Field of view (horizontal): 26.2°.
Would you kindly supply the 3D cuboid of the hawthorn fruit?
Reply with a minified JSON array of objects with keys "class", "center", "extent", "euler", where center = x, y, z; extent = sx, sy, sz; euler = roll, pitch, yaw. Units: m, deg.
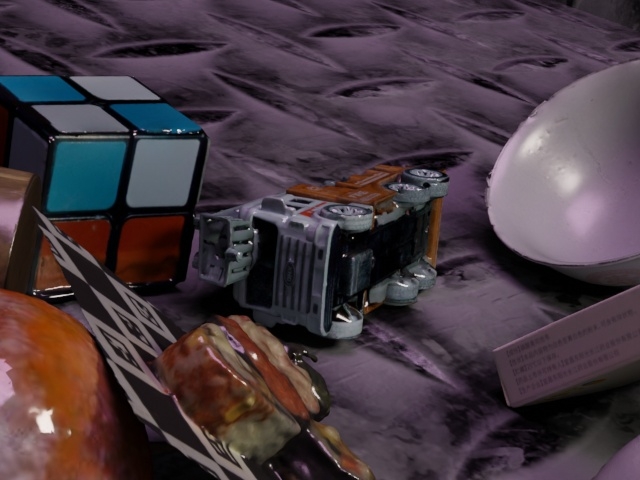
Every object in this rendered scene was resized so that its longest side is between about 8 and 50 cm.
[{"class":"hawthorn fruit","center":[-0.222,0.152,0.860],"extent":[0.235,0.263,0.231],"euler":[9,58,15]}]

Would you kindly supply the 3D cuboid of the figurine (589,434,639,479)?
[{"class":"figurine","center":[0.299,0.209,0.996],"extent":[0.253,0.211,0.361],"euler":[-4,12,21]}]

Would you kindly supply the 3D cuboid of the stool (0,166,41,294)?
[{"class":"stool","center":[-0.381,0.007,1.138],"extent":[0.264,0.179,0.179],"euler":[11,22,-5]}]

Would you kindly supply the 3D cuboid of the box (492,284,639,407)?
[{"class":"box","center":[0.344,0.069,1.252],"extent":[0.200,0.343,0.065],"euler":[-4,72,-37]}]

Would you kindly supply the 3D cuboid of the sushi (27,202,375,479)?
[{"class":"sushi","center":[-0.039,0.108,0.988],"extent":[0.339,0.069,0.320],"euler":[44,2,-34]}]

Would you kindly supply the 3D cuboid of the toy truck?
[{"class":"toy truck","center":[0.000,0.000,1.438],"extent":[0.184,0.132,0.338],"euler":[12,17,25]}]

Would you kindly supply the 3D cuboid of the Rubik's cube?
[{"class":"Rubik's cube","center":[-0.235,-0.056,1.366],"extent":[0.183,0.180,0.167],"euler":[-8,29,-37]}]

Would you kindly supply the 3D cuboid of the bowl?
[{"class":"bowl","center":[0.389,-0.053,1.670],"extent":[0.157,0.345,0.345],"euler":[52,-4,-37]}]
